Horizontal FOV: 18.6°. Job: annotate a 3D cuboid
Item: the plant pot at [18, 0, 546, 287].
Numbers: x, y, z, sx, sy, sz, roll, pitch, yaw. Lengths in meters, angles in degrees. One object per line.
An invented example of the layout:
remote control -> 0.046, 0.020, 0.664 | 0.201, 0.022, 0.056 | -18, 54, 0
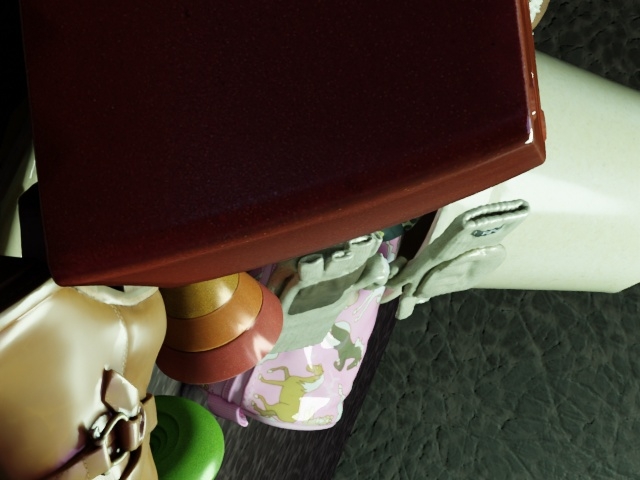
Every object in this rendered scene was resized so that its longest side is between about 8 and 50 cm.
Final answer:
plant pot -> -0.008, -0.121, 1.036 | 0.267, 0.236, 0.267 | 9, 74, -80

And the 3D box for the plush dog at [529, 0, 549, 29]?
plush dog -> 0.082, -0.294, 1.760 | 0.262, 0.211, 0.225 | -6, 100, -61

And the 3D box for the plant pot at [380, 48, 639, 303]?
plant pot -> 0.207, -0.075, 2.078 | 0.334, 0.305, 0.333 | -170, -90, -68

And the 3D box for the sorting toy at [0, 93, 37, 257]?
sorting toy -> -0.181, -0.015, 1.208 | 0.208, 0.038, 0.193 | -62, 169, -16

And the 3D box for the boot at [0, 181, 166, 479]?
boot -> -0.170, 0.102, 1.077 | 0.283, 0.109, 0.220 | -49, 139, -62

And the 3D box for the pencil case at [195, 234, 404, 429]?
pencil case -> 0.000, 0.000, 1.917 | 0.160, 0.167, 0.386 | -125, -130, -64

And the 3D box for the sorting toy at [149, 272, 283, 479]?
sorting toy -> -0.146, 0.124, 1.580 | 0.126, 0.127, 0.365 | 70, 34, -40

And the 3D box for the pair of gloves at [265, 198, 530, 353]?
pair of gloves -> 0.057, 0.027, 1.783 | 0.204, 0.240, 0.042 | 110, -39, -63

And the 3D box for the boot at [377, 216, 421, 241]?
boot -> 0.005, -0.044, 1.730 | 0.236, 0.085, 0.178 | -49, 133, -17
